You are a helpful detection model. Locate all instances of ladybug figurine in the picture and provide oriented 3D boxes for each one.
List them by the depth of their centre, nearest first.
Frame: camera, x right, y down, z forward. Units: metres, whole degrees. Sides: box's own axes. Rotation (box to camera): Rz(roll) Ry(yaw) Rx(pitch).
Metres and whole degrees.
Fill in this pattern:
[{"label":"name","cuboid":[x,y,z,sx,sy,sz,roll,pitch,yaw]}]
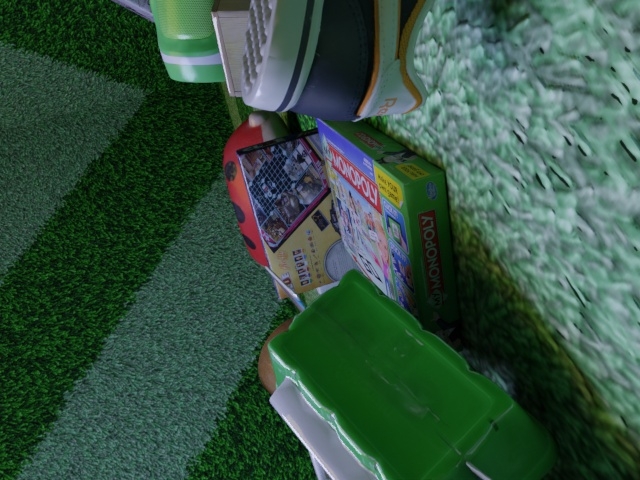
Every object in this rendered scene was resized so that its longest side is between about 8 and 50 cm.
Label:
[{"label":"ladybug figurine","cuboid":[-0.118,-0.095,1.321,0.305,0.161,0.449,-105,2,-53]}]

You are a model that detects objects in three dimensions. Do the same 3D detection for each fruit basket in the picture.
[{"label":"fruit basket","cuboid":[0.087,0.208,0.563,0.327,0.165,0.353,40,159,38]}]

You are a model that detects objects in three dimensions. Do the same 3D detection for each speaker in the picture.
[{"label":"speaker","cuboid":[-0.148,-0.353,0.688,0.131,0.131,0.297,-122,28,-61]}]

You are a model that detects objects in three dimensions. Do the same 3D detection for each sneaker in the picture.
[{"label":"sneaker","cuboid":[0.032,-0.237,0.367,0.126,0.127,0.321,-154,72,-71]}]

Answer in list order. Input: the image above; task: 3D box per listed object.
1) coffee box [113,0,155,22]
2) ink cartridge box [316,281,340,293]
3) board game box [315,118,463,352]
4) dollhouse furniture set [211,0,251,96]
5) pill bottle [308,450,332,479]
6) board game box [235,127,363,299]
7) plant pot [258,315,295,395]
[{"label":"coffee box","cuboid":[-0.173,-0.364,0.827,0.098,0.246,0.141,31,101,45]},{"label":"ink cartridge box","cuboid":[0.000,0.000,1.145,0.127,0.072,0.175,-124,19,-61]},{"label":"board game box","cuboid":[0.075,-0.028,0.706,0.317,0.046,0.214,-124,18,-62]},{"label":"dollhouse furniture set","cuboid":[-0.010,-0.273,0.613,0.212,0.160,0.242,85,-173,-53]},{"label":"pill bottle","cuboid":[0.070,0.338,0.980,0.112,0.186,0.112,163,90,-81]},{"label":"board game box","cuboid":[-0.020,-0.043,0.880,0.042,0.165,0.243,-126,21,-66]},{"label":"plant pot","cuboid":[0.013,0.327,1.301,0.254,0.237,0.237,34,142,56]}]
